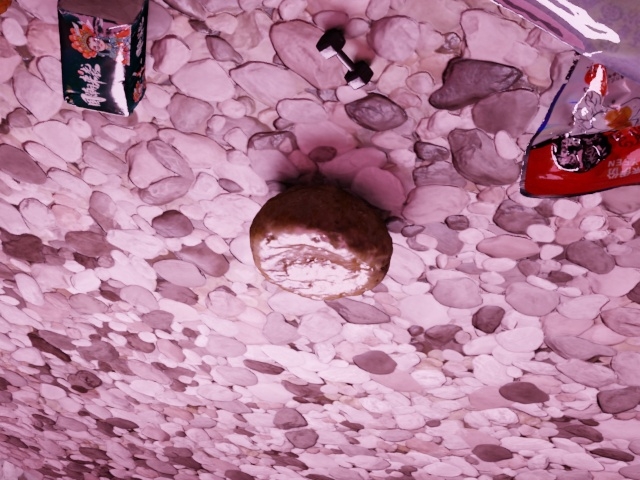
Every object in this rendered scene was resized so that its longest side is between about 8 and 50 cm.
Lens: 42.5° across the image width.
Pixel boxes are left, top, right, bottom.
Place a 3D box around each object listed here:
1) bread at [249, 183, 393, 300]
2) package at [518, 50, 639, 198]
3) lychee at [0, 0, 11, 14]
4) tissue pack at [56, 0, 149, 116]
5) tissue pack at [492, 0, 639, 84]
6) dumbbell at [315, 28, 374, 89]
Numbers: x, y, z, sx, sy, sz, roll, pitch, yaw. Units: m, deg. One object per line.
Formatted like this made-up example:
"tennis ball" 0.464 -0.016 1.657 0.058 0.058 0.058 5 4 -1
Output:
"bread" 0.000 0.000 1.302 0.230 0.123 0.230 6 146 4
"package" 0.360 -0.152 1.033 0.194 0.071 0.269 2 149 7
"lychee" -0.465 -0.331 1.047 0.140 0.101 0.114 21 152 -8
"tissue pack" -0.287 -0.254 1.096 0.103 0.090 0.170 14 144 -3
"tissue pack" 0.340 -0.338 0.733 0.288 0.124 0.394 29 142 -6
"dumbbell" 0.032 -0.232 1.060 0.040 0.036 0.083 -22 130 36
